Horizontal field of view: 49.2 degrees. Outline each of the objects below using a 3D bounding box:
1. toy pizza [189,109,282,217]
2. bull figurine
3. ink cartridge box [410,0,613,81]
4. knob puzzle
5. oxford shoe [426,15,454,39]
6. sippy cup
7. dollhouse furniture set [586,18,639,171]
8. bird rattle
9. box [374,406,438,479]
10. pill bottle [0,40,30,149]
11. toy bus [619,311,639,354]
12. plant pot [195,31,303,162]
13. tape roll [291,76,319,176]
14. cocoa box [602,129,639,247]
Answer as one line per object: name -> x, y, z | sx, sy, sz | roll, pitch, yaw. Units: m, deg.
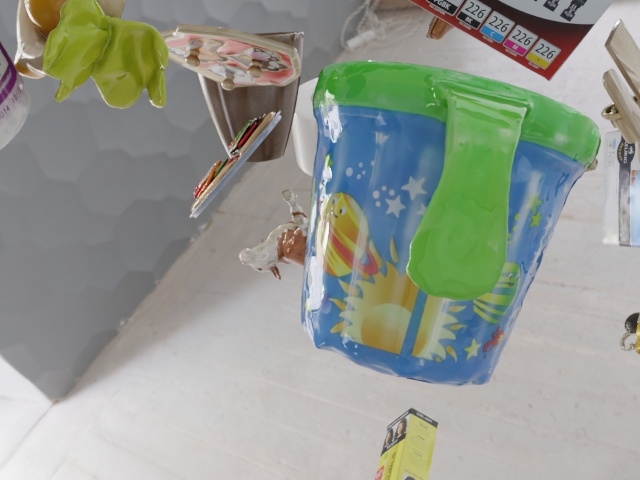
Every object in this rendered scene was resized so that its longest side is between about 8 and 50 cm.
toy pizza -> -0.129, -0.115, 1.003 | 0.201, 0.032, 0.201 | -48, 10, 11
bull figurine -> 0.000, 0.000, 1.328 | 0.310, 0.188, 0.101 | 3, 56, 1
ink cartridge box -> 0.228, -0.395, 0.840 | 0.272, 0.309, 0.130 | -57, 13, 36
knob puzzle -> -0.110, -0.226, 0.898 | 0.213, 0.213, 0.030 | 5, 83, 37
oxford shoe -> 0.292, -0.447, 1.323 | 0.212, 0.076, 0.076 | -41, 74, 0
sippy cup -> 0.086, -0.007, 0.585 | 0.240, 0.305, 0.224 | 15, 92, 35
dollhouse furniture set -> 0.339, -0.177, 0.927 | 0.151, 0.123, 0.144 | -13, 37, 51
bird rattle -> -0.237, -0.253, 0.682 | 0.207, 0.143, 0.253 | -2, 89, 37
box -> 0.122, 0.379, 1.082 | 0.087, 0.058, 0.232 | -52, 11, 43
pill bottle -> -0.388, -0.208, 0.587 | 0.169, 0.301, 0.169 | -6, 47, 7
toy bus -> 0.593, 0.149, 1.202 | 0.202, 0.104, 0.191 | -50, 23, 23
plant pot -> -0.131, -0.271, 1.329 | 0.215, 0.230, 0.215 | -3, 18, 1
tape roll -> 0.050, -0.284, 1.732 | 0.246, 0.169, 0.246 | -5, 40, 4
cocoa box -> 0.741, -0.098, 1.299 | 0.347, 0.231, 0.228 | 0, 3, -10
